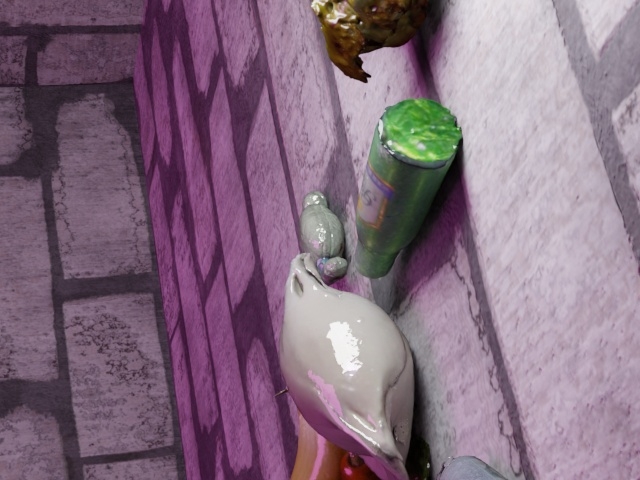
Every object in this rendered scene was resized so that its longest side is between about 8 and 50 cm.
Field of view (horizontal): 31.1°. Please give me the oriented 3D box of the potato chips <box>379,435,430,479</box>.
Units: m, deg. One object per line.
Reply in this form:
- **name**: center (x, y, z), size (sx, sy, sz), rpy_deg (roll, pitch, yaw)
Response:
- **potato chips**: center (0.119, 0.338, 1.599), size (0.209, 0.026, 0.142), rpy_deg (176, 88, -74)

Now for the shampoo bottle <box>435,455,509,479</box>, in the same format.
- **shampoo bottle**: center (0.198, 0.296, 1.245), size (0.214, 0.072, 0.072), rpy_deg (-154, 61, -71)

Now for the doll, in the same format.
- **doll**: center (0.000, 0.000, 1.830), size (0.214, 0.071, 0.104), rpy_deg (-111, 25, -54)

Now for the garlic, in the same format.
- **garlic**: center (0.010, 0.335, 1.824), size (0.115, 0.128, 0.207), rpy_deg (4, -96, -63)

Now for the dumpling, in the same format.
- **dumpling**: center (0.046, 0.198, 1.589), size (0.341, 0.181, 0.260), rpy_deg (37, 158, 31)

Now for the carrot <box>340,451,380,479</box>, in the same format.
- **carrot**: center (0.067, 0.414, 1.760), size (0.061, 0.061, 0.257), rpy_deg (-121, 22, -57)

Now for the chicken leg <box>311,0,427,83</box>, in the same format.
- **chicken leg**: center (0.061, -0.302, 1.467), size (0.361, 0.140, 0.212), rpy_deg (139, 146, -82)

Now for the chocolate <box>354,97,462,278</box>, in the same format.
- **chocolate**: center (0.094, -0.050, 1.467), size (0.291, 0.110, 0.110), rpy_deg (106, 154, -54)
